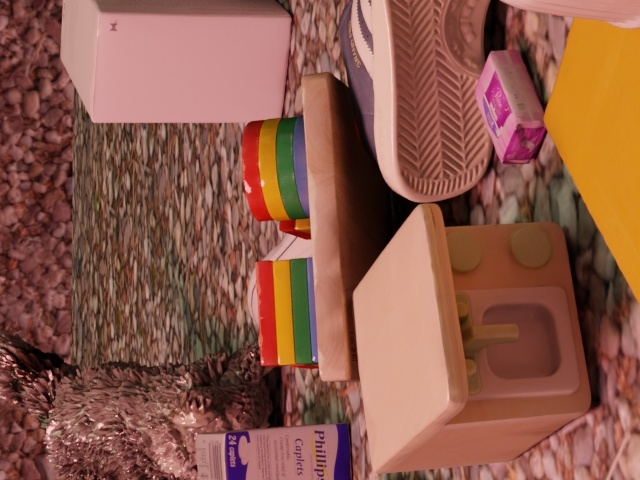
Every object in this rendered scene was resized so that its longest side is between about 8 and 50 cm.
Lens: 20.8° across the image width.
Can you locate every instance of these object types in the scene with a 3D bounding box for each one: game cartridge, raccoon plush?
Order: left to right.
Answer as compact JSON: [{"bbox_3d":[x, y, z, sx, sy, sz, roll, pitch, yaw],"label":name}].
[{"bbox_3d":[-0.255,0.184,2.104,0.299,0.446,0.216,110,-175,-47],"label":"raccoon plush"},{"bbox_3d":[0.240,-0.111,1.063,0.285,0.052,0.324,-110,23,-44],"label":"game cartridge"}]

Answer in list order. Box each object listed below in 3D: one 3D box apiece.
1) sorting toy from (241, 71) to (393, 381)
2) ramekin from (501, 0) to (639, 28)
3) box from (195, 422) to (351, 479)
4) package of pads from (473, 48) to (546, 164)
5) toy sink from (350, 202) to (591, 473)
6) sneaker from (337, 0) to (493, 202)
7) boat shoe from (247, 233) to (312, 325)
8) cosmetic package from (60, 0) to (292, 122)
[{"bbox_3d":[0.000,0.000,1.551,0.257,0.089,0.256,21,-115,-76],"label":"sorting toy"},{"bbox_3d":[0.157,-0.231,1.045,0.207,0.109,0.207,178,90,-72],"label":"ramekin"},{"bbox_3d":[-0.051,0.233,1.839,0.126,0.137,0.072,161,106,-71],"label":"box"},{"bbox_3d":[0.149,-0.105,1.363,0.050,0.032,0.083,107,155,-47],"label":"package of pads"},{"bbox_3d":[0.118,0.075,1.318,0.234,0.131,0.153,120,145,-67],"label":"toy sink"},{"bbox_3d":[0.073,-0.213,1.425,0.148,0.131,0.350,-133,44,-58],"label":"sneaker"},{"bbox_3d":[-0.022,0.046,1.822,0.226,0.083,0.076,114,150,-52],"label":"boat shoe"},{"bbox_3d":[-0.174,-0.235,2.042,0.225,0.224,0.138,-126,39,-61],"label":"cosmetic package"}]
